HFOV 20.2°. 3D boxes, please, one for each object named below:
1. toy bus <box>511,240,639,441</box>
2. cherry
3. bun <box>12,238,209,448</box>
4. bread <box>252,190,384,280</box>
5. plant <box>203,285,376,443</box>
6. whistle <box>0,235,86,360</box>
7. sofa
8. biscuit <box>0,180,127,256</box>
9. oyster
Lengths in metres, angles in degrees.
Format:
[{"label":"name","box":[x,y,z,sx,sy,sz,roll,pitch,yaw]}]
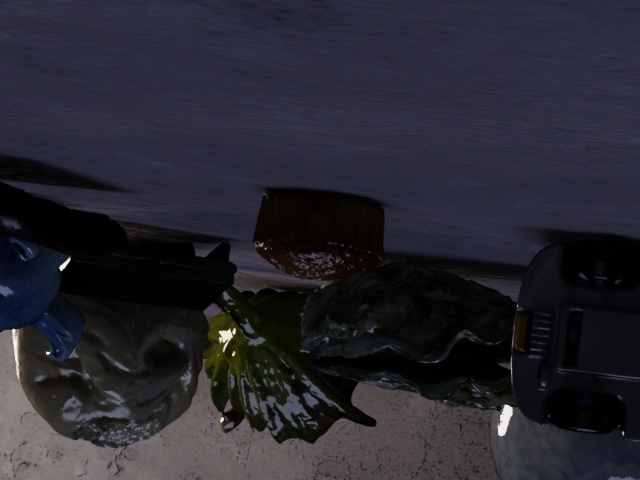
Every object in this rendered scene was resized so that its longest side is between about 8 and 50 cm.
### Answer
[{"label":"toy bus","box":[0.233,0.068,1.211,0.210,0.126,0.136,6,-177,5]},{"label":"cherry","box":[0.286,0.161,1.624,0.255,0.218,0.296,15,158,-29]},{"label":"bun","box":[-0.180,0.095,1.613,0.128,0.193,0.178,1,-178,44]},{"label":"bread","box":[0.000,0.000,1.145,0.085,0.053,0.085,7,174,1]},{"label":"plant","box":[-0.075,0.117,1.910,0.251,0.180,0.333,-7,166,22]},{"label":"whistle","box":[-0.263,0.030,1.456,0.180,0.093,0.269,41,160,-9]},{"label":"sofa","box":[-0.151,0.013,1.519,0.147,0.060,0.085,9,157,-21]},{"label":"biscuit","box":[-0.267,-0.019,1.228,0.235,0.063,0.151,-3,171,19]},{"label":"oyster","box":[0.084,0.080,1.523,0.268,0.112,0.198,10,173,22]}]
